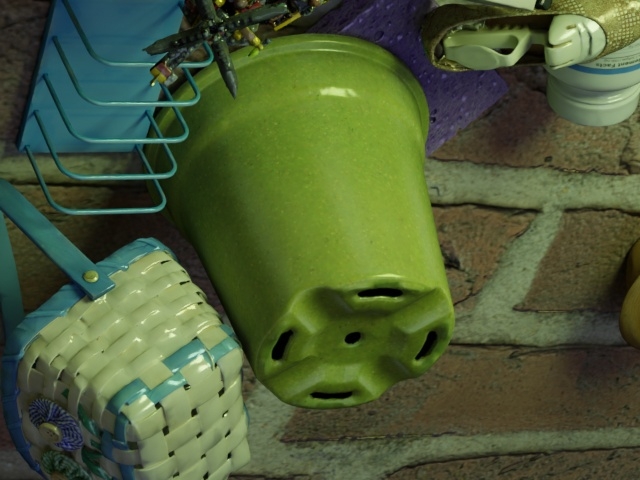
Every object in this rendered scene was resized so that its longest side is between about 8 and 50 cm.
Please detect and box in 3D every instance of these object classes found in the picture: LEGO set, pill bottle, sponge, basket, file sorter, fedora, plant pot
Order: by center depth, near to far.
[{"bbox_3d":[-0.058,-0.286,1.278,0.255,0.192,0.331,-23,113,-1],"label":"LEGO set"},{"bbox_3d":[-0.174,-0.116,1.529,0.118,0.104,0.170,-2,133,-28],"label":"file sorter"},{"bbox_3d":[-0.202,0.100,1.599,0.201,0.289,0.255,-32,142,-24],"label":"basket"},{"bbox_3d":[0.000,0.000,1.607,0.276,0.254,0.276,-11,139,-10],"label":"plant pot"},{"bbox_3d":[0.262,-0.217,1.668,0.124,0.124,0.221,-17,139,-15],"label":"pill bottle"},{"bbox_3d":[0.083,-0.165,1.687,0.117,0.031,0.210,-39,139,9],"label":"sponge"},{"bbox_3d":[0.404,0.035,2.043,0.194,0.079,0.194,-18,133,-20],"label":"fedora"}]

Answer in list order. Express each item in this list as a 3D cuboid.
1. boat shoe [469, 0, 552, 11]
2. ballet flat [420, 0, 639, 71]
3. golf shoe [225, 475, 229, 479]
[{"bbox_3d":[0.045,-0.295,1.487,0.340,0.127,0.158,8,97,-22],"label":"boat shoe"},{"bbox_3d":[0.188,-0.176,1.589,0.206,0.067,0.073,-4,129,19],"label":"ballet flat"},{"bbox_3d":[-0.162,0.306,1.950,0.140,0.115,0.306,-13,131,-33],"label":"golf shoe"}]
